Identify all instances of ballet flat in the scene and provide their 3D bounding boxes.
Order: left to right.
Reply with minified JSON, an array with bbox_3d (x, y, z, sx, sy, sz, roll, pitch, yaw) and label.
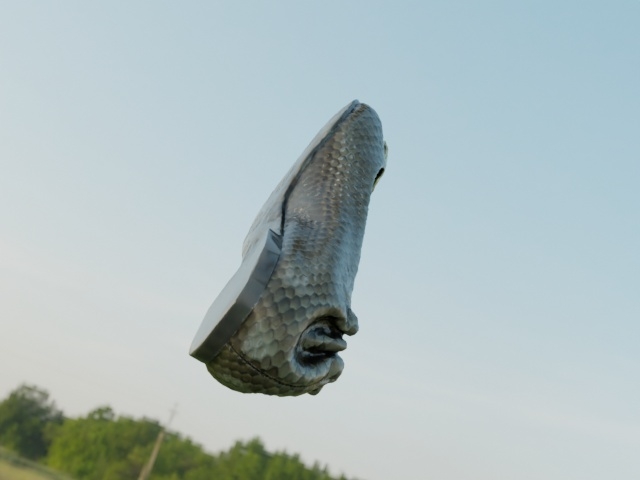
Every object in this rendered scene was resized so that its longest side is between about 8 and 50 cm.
[{"bbox_3d":[0.000,0.000,0.553,0.058,0.084,0.250,34,24,-6],"label":"ballet flat"}]
